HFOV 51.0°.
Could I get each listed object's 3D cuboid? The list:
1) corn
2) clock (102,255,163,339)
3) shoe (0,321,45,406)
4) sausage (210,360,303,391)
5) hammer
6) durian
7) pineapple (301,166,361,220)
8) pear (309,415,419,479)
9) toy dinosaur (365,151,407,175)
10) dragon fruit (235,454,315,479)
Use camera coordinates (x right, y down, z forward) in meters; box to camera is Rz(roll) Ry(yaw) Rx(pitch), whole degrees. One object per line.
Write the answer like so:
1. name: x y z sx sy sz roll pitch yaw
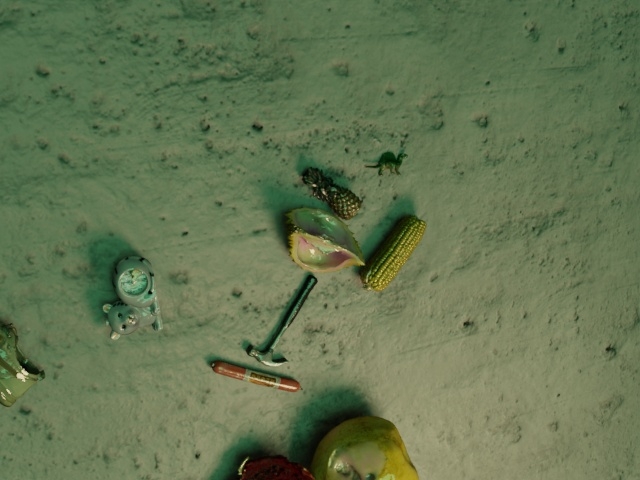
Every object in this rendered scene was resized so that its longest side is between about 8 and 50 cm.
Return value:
1. corn: 0.185 0.034 1.699 0.080 0.080 0.238 44 79 -23
2. clock: -0.413 0.122 1.448 0.117 0.080 0.176 -11 104 -21
3. shoe: -0.659 0.201 1.344 0.098 0.103 0.275 -31 115 -18
4. sausage: -0.152 0.330 1.621 0.253 0.034 0.034 19 90 -26
5. hammer: -0.074 0.197 1.639 0.103 0.029 0.246 37 81 -24
6. durian: 0.002 -0.001 1.586 0.182 0.132 0.165 -8 93 -19
7. pineapple: 0.025 -0.118 1.615 0.159 0.074 0.074 38 82 -16
8. pear: 0.105 0.571 1.652 0.271 0.271 0.271 -4 99 -23
9. toy dinosaur: 0.165 -0.193 1.690 0.119 0.029 0.061 -3 83 -18
10. dragon fruit: -0.099 0.623 1.617 0.316 0.152 0.205 -3 75 15
